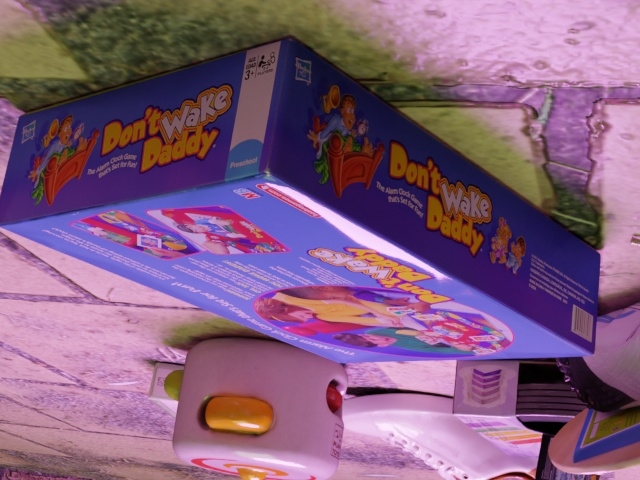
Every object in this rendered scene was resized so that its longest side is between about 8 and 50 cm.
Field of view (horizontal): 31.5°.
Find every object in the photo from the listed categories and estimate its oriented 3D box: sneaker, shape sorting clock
[{"bbox_3d":[0.157,0.262,1.414,0.290,0.123,0.106,7,164,9],"label":"sneaker"},{"bbox_3d":[0.262,0.087,0.913,0.086,0.085,0.237,-21,179,-19],"label":"sneaker"},{"bbox_3d":[0.286,0.142,0.938,0.206,0.040,0.206,-29,180,0],"label":"shape sorting clock"}]

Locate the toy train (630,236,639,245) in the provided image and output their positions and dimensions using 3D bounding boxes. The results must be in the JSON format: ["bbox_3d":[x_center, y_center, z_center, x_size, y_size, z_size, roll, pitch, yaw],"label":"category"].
[{"bbox_3d":[0.325,0.083,0.754,0.248,0.143,0.105,7,162,3],"label":"toy train"}]

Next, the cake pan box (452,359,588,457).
[{"bbox_3d":[0.290,0.187,1.217,0.245,0.070,0.267,-1,160,21],"label":"cake pan box"}]

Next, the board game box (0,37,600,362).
[{"bbox_3d":[0.000,0.000,0.753,0.233,0.078,0.347,-7,156,39],"label":"board game box"}]

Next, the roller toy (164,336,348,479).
[{"bbox_3d":[-0.066,0.200,1.283,0.191,0.146,0.209,17,160,-26],"label":"roller toy"}]

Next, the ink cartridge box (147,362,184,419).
[{"bbox_3d":[-0.090,0.215,1.493,0.235,0.056,0.171,7,161,10],"label":"ink cartridge box"}]

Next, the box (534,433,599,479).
[{"bbox_3d":[0.251,0.277,1.178,0.027,0.137,0.094,0,161,42],"label":"box"}]
